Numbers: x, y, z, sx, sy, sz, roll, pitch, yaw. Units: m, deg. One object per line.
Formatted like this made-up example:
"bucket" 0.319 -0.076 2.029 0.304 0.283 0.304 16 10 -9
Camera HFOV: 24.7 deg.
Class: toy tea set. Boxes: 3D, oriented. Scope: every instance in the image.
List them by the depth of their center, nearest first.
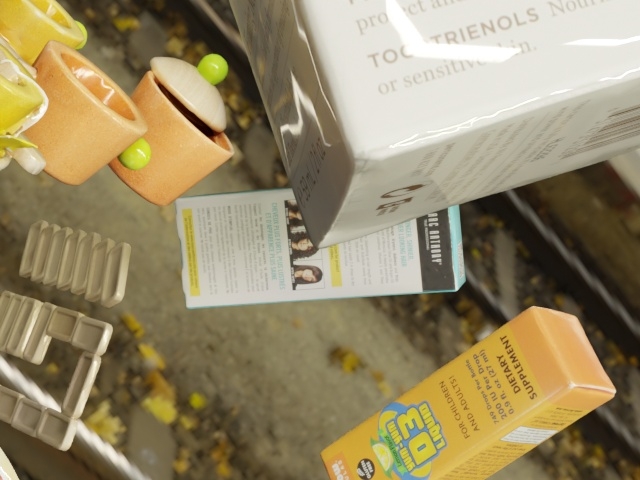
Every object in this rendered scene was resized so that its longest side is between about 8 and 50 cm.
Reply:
"toy tea set" -0.145 -0.127 0.815 0.200 0.124 0.336 47 10 16

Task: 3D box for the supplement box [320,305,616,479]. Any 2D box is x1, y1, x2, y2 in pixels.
"supplement box" 0.113 0.147 1.162 0.080 0.233 0.078 12 46 -51

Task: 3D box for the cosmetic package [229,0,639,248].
"cosmetic package" 0.096 -0.246 1.044 0.329 0.327 0.394 115 -43 -78

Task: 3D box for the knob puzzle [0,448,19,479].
"knob puzzle" -0.281 0.185 0.955 0.213 0.213 0.030 38 -3 -35

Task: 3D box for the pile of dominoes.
"pile of dominoes" -0.245 0.086 1.383 0.040 0.196 0.251 25 -8 -33

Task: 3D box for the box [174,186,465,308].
"box" 0.000 0.000 1.281 0.060 0.244 0.100 -25 110 -76
